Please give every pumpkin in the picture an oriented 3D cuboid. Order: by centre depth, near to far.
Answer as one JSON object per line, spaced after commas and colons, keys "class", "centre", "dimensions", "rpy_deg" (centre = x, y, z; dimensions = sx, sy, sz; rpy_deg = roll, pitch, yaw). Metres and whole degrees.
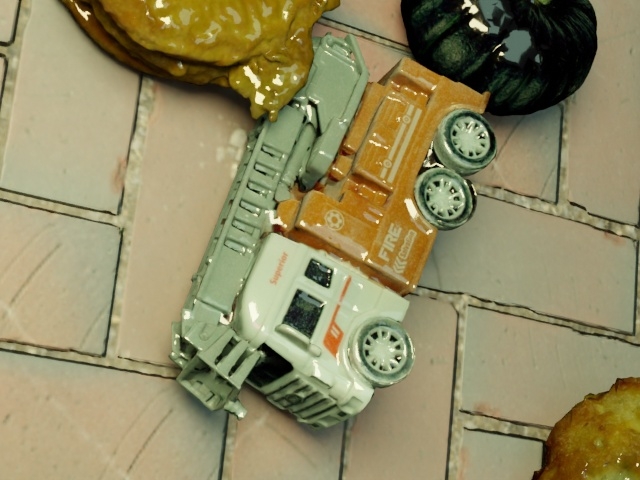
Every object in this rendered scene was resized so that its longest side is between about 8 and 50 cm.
{"class": "pumpkin", "centre": [0.163, -0.202, 1.132], "dimensions": [0.194, 0.150, 0.194], "rpy_deg": [1, 87, -10]}

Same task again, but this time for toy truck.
{"class": "toy truck", "centre": [0.000, 0.000, 1.003], "dimensions": [0.184, 0.133, 0.338], "rpy_deg": [30, 64, -11]}

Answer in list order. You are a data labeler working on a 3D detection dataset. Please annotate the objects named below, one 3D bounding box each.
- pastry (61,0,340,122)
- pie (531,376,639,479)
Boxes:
{"class": "pastry", "centre": [-0.098, -0.239, 0.989], "dimensions": [0.235, 0.132, 0.240], "rpy_deg": [32, 72, -27]}
{"class": "pie", "centre": [0.325, 0.269, 1.047], "dimensions": [0.288, 0.355, 0.103], "rpy_deg": [-44, 140, 3]}
